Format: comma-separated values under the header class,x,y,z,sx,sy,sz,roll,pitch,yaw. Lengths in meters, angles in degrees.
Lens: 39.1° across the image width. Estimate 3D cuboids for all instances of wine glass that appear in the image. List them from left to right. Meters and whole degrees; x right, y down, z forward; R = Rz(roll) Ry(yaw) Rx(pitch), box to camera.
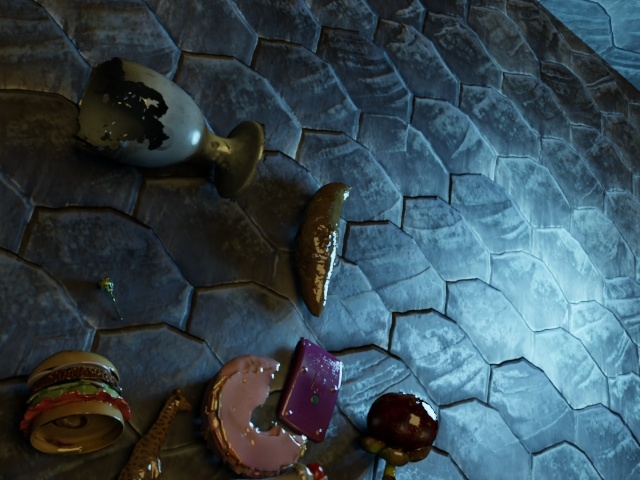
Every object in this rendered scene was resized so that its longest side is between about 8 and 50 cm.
class,x,y,z,sx,sy,sz,roll,pitch,yaw
wine glass,-0.286,-0.208,1.712,0.357,0.190,0.190,21,57,-38

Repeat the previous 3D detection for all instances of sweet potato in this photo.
class,x,y,z,sx,sy,sz,roll,pitch,yaw
sweet potato,-0.002,-0.004,1.937,0.114,0.092,0.341,44,45,-41

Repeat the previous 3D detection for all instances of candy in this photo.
class,x,y,z,sx,sy,sz,roll,pitch,yaw
candy,-0.371,0.105,1.601,0.023,0.025,0.083,-20,94,-3

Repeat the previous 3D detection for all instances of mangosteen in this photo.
class,x,y,z,sx,sy,sz,roll,pitch,yaw
mangosteen,0.164,0.405,1.872,0.146,0.156,0.181,-5,103,-69

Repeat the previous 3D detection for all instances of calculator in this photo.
class,x,y,z,sx,sy,sz,roll,pitch,yaw
calculator,-0.016,0.302,1.820,0.127,0.034,0.190,37,50,-26

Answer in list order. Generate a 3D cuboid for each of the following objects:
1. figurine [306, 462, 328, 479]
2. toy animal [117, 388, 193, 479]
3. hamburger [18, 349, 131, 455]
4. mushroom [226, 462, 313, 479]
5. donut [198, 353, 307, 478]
class,x,y,z,sx,sy,sz,roll,pitch,yaw
figurine,0.025,0.555,1.644,0.287,0.186,0.176,52,17,13
toy animal,-0.280,0.382,1.527,0.149,0.054,0.275,18,58,-39
hamburger,-0.386,0.247,1.422,0.175,0.175,0.137,16,47,-37
mushroom,-0.112,0.464,1.572,0.225,0.093,0.116,-5,109,-19
donut,-0.136,0.332,1.658,0.199,0.085,0.232,-9,77,-45
